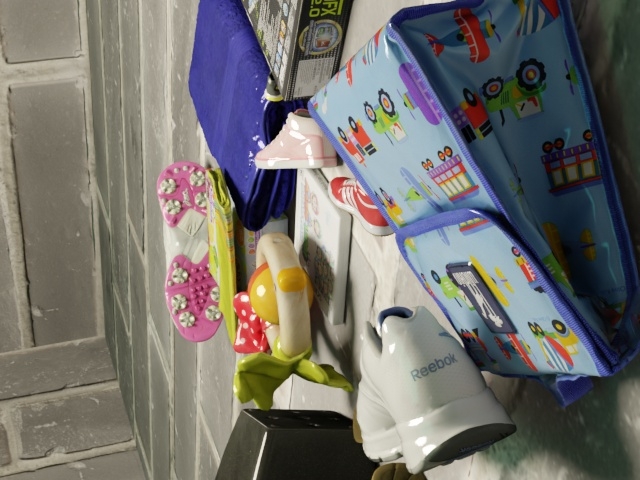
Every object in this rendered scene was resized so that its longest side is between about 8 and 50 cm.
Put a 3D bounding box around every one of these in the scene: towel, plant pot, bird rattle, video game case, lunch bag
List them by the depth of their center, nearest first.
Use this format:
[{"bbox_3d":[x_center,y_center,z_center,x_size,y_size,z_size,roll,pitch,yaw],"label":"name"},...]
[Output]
[{"bbox_3d":[0.131,-0.020,0.816,0.293,0.138,0.221,66,163,1],"label":"lunch bag"},{"bbox_3d":[-0.027,0.296,1.347,0.188,0.188,0.166,-175,90,-72],"label":"plant pot"},{"bbox_3d":[0.000,0.000,1.351,0.143,0.019,0.157,-122,29,-50],"label":"video game case"},{"bbox_3d":[-0.041,0.086,1.378,0.253,0.143,0.206,-103,12,-62],"label":"bird rattle"},{"bbox_3d":[-0.098,-0.192,1.486,0.308,0.076,0.227,-116,30,-41],"label":"towel"},{"bbox_3d":[-0.130,0.027,1.503,0.102,0.021,0.237,-110,16,-55],"label":"towel"}]

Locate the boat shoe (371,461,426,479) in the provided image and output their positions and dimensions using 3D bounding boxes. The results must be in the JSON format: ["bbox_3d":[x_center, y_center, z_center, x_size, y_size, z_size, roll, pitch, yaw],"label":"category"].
[{"bbox_3d":[0.100,0.335,1.126,0.073,0.080,0.223,93,164,-49],"label":"boat shoe"}]

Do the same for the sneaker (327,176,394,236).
[{"bbox_3d":[0.043,-0.058,1.152,0.118,0.042,0.067,43,143,51],"label":"sneaker"}]

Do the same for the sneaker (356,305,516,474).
[{"bbox_3d":[0.083,0.119,0.949,0.297,0.111,0.129,130,119,-77],"label":"sneaker"}]

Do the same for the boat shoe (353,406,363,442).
[{"bbox_3d":[0.084,0.194,1.165,0.153,0.048,0.056,155,118,-65],"label":"boat shoe"}]

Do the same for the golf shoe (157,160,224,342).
[{"bbox_3d":[-0.214,0.022,1.909,0.140,0.115,0.306,138,128,-81],"label":"golf shoe"}]

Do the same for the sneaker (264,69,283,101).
[{"bbox_3d":[-0.039,-0.200,1.307,0.035,0.031,0.083,96,-165,-56],"label":"sneaker"}]

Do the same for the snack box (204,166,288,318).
[{"bbox_3d":[-0.107,0.008,1.603,0.207,0.070,0.174,-132,37,-57],"label":"snack box"}]

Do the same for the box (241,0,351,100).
[{"bbox_3d":[-0.027,-0.322,1.212,0.270,0.060,0.216,103,153,-49],"label":"box"}]

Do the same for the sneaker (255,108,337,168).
[{"bbox_3d":[-0.030,-0.119,1.308,0.134,0.051,0.070,4,101,52],"label":"sneaker"}]
